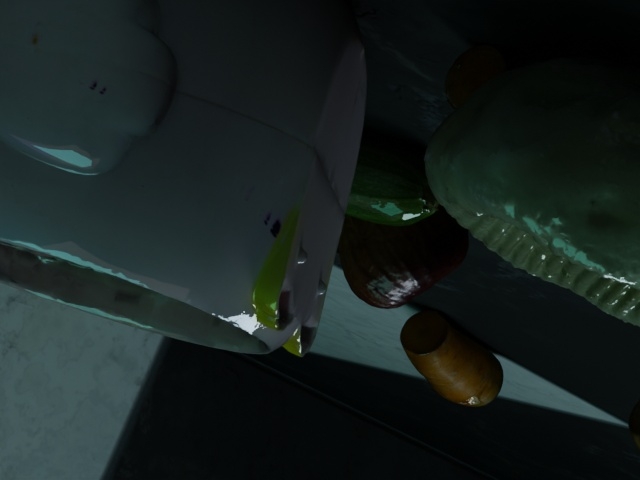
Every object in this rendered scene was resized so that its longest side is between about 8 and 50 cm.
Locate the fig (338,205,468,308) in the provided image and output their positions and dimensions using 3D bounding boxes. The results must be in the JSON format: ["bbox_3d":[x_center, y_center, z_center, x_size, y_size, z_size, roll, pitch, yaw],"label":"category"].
[{"bbox_3d":[0.049,-0.003,1.615,0.153,0.119,0.119,23,171,10],"label":"fig"}]

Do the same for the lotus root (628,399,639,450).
[{"bbox_3d":[0.421,0.181,1.577,0.291,0.193,0.193,26,170,-17],"label":"lotus root"}]

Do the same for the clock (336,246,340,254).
[{"bbox_3d":[0.000,0.000,2.055,0.083,0.010,0.074,31,167,-39],"label":"clock"}]

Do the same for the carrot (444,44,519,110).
[{"bbox_3d":[0.132,-0.078,1.211,0.048,0.048,0.139,16,169,37],"label":"carrot"}]

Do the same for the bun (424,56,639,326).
[{"bbox_3d":[0.174,-0.033,1.097,0.231,0.133,0.231,29,174,3],"label":"bun"}]

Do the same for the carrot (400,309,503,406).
[{"bbox_3d":[0.159,0.149,2.292,0.087,0.087,0.193,15,167,38],"label":"carrot"}]

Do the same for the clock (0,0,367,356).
[{"bbox_3d":[-0.161,-0.093,1.211,0.377,0.250,0.368,15,170,10],"label":"clock"}]

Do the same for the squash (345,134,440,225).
[{"bbox_3d":[0.002,-0.063,1.529,0.219,0.068,0.077,19,-174,20],"label":"squash"}]
